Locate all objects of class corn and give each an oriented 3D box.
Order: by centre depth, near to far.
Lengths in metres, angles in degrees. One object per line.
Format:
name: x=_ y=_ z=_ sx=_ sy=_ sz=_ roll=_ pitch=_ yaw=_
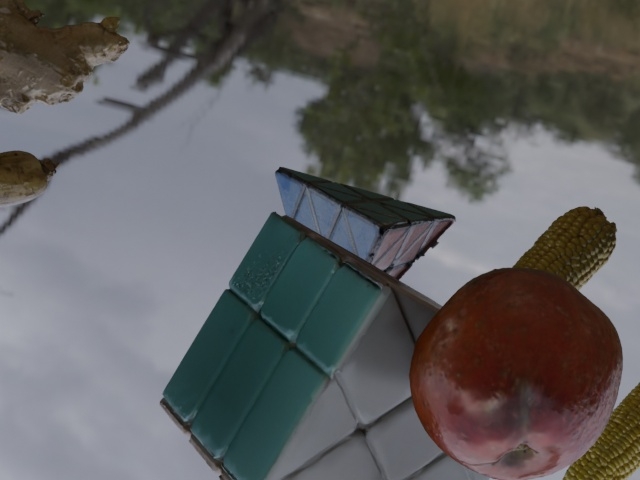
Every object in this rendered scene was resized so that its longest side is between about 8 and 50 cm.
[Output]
corn: x=0.353 y=0.222 z=1.646 sx=0.067 sy=0.206 sz=0.067 roll=42 pitch=163 yaw=16
corn: x=0.300 y=0.052 z=1.935 sx=0.091 sy=0.260 sz=0.091 roll=24 pitch=148 yaw=40

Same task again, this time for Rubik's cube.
Rubik's cube: x=0.026 y=0.138 z=1.328 sx=0.221 sy=0.231 sz=0.225 roll=29 pitch=-176 yaw=-33
Rubik's cube: x=0.000 y=0.000 z=1.580 sx=0.178 sy=0.190 sz=0.211 roll=39 pitch=-166 yaw=19

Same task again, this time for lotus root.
lotus root: x=-0.373 y=-0.074 z=1.718 sx=0.152 sy=0.063 sz=0.072 roll=-18 pitch=-156 yaw=-40

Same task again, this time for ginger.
ginger: x=-0.338 y=-0.214 z=1.691 sx=0.213 sy=0.137 sz=0.074 roll=10 pitch=-162 yaw=-21

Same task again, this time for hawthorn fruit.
hawthorn fruit: x=0.154 y=0.107 z=1.138 sx=0.173 sy=0.173 sz=0.173 roll=15 pitch=-172 yaw=-2
